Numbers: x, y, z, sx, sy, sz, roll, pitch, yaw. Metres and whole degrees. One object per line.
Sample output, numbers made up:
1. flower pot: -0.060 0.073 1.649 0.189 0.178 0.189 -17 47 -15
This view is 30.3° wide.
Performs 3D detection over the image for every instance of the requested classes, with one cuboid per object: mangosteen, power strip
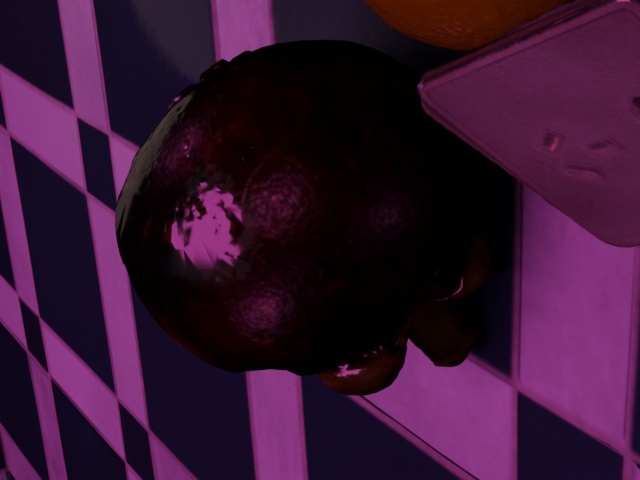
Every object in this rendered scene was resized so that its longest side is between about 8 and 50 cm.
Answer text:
1. mangosteen: -0.016 -0.010 0.949 0.297 0.297 0.293 -14 91 62
2. power strip: 0.191 -0.079 0.718 0.198 0.064 0.213 35 159 -21

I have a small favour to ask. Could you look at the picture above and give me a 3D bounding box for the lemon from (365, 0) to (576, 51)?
1. lemon: 0.106 -0.209 0.729 0.248 0.184 0.184 5 109 60
